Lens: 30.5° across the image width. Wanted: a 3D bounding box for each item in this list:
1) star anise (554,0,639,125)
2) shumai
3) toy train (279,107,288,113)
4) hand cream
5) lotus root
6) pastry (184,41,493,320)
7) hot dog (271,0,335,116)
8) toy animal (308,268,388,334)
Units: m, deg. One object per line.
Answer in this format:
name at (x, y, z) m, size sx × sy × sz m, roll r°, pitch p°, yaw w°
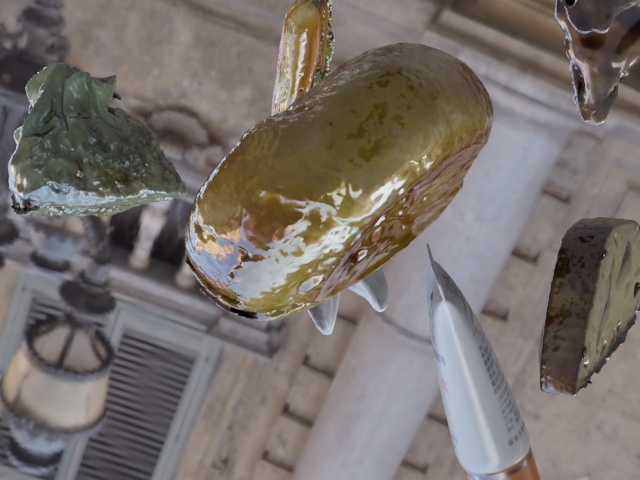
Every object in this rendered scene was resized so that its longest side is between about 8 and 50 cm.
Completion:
star anise at (0.187, -0.212, 0.699) m, size 0.088 × 0.288 × 0.288 m, roll 18°, pitch -152°, yaw 9°
shumai at (-0.305, -0.138, 1.579) m, size 0.256 × 0.189 × 0.218 m, roll -1°, pitch -106°, yaw -59°
toy train at (-0.022, -0.156, 1.653) m, size 0.083 × 0.033 × 0.053 m, roll 16°, pitch -132°, yaw -3°
hand cream at (0.178, 0.161, 1.363) m, size 0.089 × 0.314 × 0.140 m, roll -16°, pitch -166°, yaw 5°
lotus root at (0.327, 0.057, 1.399) m, size 0.074 × 0.170 × 0.260 m, roll 9°, pitch -157°, yaw 31°
pastry at (0.016, -0.059, 1.184) m, size 0.164 × 0.356 × 0.356 m, roll 52°, pitch -144°, yaw 13°
hot dog at (-0.029, -0.301, 2.184) m, size 0.100 × 0.337 × 0.135 m, roll 13°, pitch -146°, yaw 5°
toy animal at (-0.003, -0.001, 1.448) m, size 0.103 × 0.131 × 0.221 m, roll -22°, pitch -137°, yaw -13°
